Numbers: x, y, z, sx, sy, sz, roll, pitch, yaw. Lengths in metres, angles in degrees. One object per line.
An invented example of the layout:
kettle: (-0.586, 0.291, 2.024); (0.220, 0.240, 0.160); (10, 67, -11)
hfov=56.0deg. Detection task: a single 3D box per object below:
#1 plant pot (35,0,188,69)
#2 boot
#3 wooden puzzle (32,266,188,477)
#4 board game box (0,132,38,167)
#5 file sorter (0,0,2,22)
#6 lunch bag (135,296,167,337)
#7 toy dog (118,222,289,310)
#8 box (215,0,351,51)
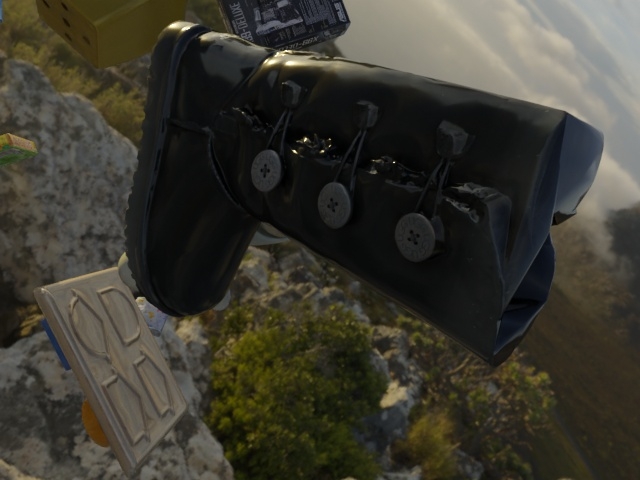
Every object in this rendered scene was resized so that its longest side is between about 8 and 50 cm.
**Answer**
plant pot: (-0.375, -0.432, 1.050); (0.212, 0.212, 0.187); (42, 68, -5)
boot: (0.000, -0.002, 0.607); (0.445, 0.366, 0.146); (23, 30, 29)
wooden puzzle: (-0.368, 0.216, 1.061); (0.348, 0.081, 0.322); (-73, 138, -88)
board game box: (-0.713, -0.146, 1.195); (0.124, 0.260, 0.039); (-163, -130, -86)
file sorter: (-0.722, -0.549, 1.232); (0.105, 0.170, 0.118); (2, 11, -14)
lunch bag: (-0.398, 0.175, 1.388); (0.083, 0.053, 0.071); (20, 56, -9)
toy dog: (-0.123, -0.003, 0.904); (0.161, 0.334, 0.220); (52, 37, -31)
box: (-0.104, -0.544, 1.238); (0.076, 0.243, 0.307); (180, -112, -79)
